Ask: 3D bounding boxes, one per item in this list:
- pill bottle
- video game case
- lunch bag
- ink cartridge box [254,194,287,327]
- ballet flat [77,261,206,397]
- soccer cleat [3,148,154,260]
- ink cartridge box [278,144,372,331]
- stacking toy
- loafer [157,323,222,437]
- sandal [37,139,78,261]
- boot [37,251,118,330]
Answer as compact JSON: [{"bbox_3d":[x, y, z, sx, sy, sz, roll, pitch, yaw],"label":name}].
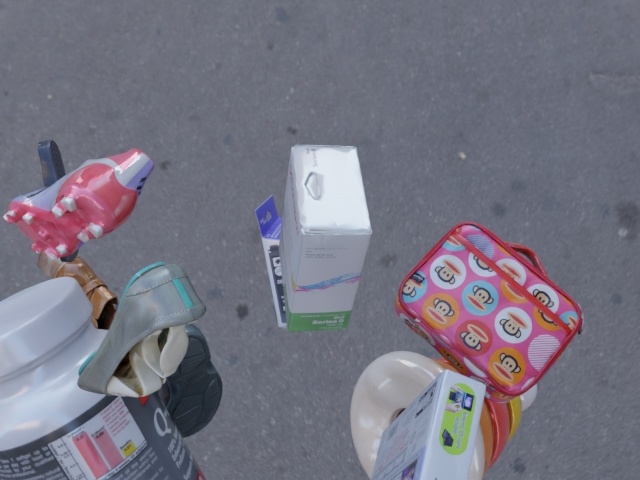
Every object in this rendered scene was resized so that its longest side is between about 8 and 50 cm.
[{"bbox_3d":[-0.299,0.244,0.897,0.210,0.363,0.210,-21,19,7],"label":"pill bottle"},{"bbox_3d":[0.113,0.326,0.905,0.061,0.269,0.244,22,57,0],"label":"video game case"},{"bbox_3d":[0.309,0.115,1.287,0.293,0.120,0.258,41,74,14],"label":"lunch bag"},{"bbox_3d":[-0.064,0.027,1.283,0.045,0.206,0.208,-10,101,6],"label":"ink cartridge box"},{"bbox_3d":[-0.157,0.099,0.615,0.072,0.213,0.068,-26,72,-43],"label":"ballet flat"},{"bbox_3d":[-0.260,-0.039,0.763,0.248,0.083,0.095,-9,34,52],"label":"soccer cleat"},{"bbox_3d":[0.000,0.000,0.950,0.093,0.212,0.154,-1,50,-8],"label":"ink cartridge box"},{"bbox_3d":[0.337,0.390,1.627,0.480,0.350,0.350,-6,54,-42],"label":"stacking toy"},{"bbox_3d":[-0.204,0.190,1.047,0.096,0.267,0.084,-24,54,-25],"label":"loafer"},{"bbox_3d":[-0.539,-0.075,1.448,0.054,0.097,0.254,-13,82,-4],"label":"sandal"},{"bbox_3d":[-0.592,0.155,1.745,0.220,0.283,0.109,37,39,13],"label":"boot"}]
